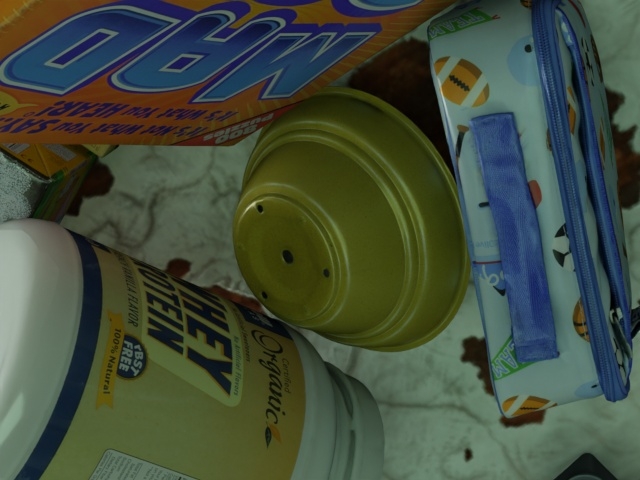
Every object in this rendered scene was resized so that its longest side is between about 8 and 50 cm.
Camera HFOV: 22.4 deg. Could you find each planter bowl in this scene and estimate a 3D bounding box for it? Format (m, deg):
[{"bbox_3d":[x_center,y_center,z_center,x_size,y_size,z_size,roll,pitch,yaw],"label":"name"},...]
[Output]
[{"bbox_3d":[0.000,0.000,1.217,0.217,0.090,0.217,19,122,34],"label":"planter bowl"}]

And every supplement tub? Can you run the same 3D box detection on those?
[{"bbox_3d":[-0.132,0.138,1.201,0.316,0.228,0.228,25,110,-31],"label":"supplement tub"}]

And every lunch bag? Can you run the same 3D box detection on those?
[{"bbox_3d":[0.157,-0.028,1.152,0.115,0.243,0.303,-11,101,13],"label":"lunch bag"}]

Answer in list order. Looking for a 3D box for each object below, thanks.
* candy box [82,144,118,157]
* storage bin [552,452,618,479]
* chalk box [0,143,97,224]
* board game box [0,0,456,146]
[{"bbox_3d":[-0.218,-0.164,1.285,0.187,0.053,0.109,34,107,-1],"label":"candy box"},{"bbox_3d":[0.233,0.230,1.283,0.135,0.091,0.098,44,107,-3],"label":"storage bin"},{"bbox_3d":[-0.295,-0.010,1.299,0.132,0.132,0.213,33,108,0],"label":"chalk box"},{"bbox_3d":[-0.098,-0.295,0.983,0.356,0.356,0.356,-31,76,31],"label":"board game box"}]
